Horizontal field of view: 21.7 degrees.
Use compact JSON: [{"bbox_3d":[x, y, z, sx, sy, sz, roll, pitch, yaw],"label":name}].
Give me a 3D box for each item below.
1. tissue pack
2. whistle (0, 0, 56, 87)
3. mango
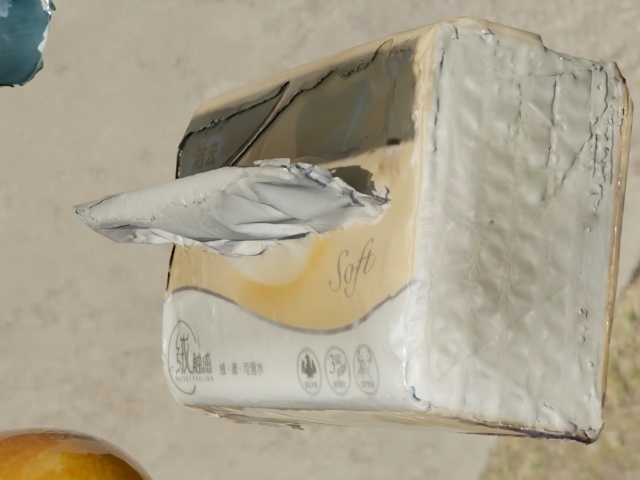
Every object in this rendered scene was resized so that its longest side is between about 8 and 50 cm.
[{"bbox_3d":[0.000,0.000,0.969,0.238,0.238,0.305,22,166,-26],"label":"tissue pack"},{"bbox_3d":[-0.237,-0.064,0.633,0.312,0.062,0.062,-7,142,32],"label":"whistle"},{"bbox_3d":[-0.204,0.192,1.049,0.175,0.139,0.254,8,163,-35],"label":"mango"}]
